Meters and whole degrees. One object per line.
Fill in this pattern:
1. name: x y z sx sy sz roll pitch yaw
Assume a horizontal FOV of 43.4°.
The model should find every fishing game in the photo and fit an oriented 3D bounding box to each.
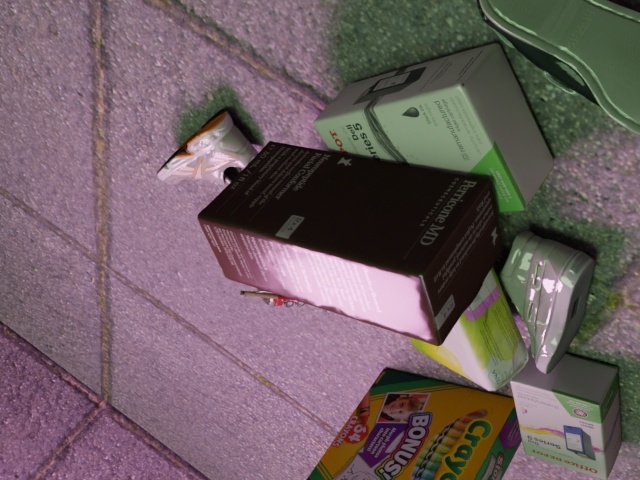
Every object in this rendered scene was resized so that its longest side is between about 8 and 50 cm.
1. fishing game: -0.007 0.100 1.416 0.189 0.264 0.041 4 93 40

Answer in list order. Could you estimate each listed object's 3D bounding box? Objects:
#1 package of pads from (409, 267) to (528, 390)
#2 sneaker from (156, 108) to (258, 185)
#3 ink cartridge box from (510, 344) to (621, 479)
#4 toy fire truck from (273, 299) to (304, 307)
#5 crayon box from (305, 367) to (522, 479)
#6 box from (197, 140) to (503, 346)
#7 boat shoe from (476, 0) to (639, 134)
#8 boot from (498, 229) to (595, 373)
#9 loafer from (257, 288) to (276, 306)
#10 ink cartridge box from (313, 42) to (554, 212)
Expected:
1. package of pads: 0.198 0.085 1.302 0.229 0.101 0.296 26 149 56
2. sneaker: -0.212 -0.138 1.508 0.121 0.099 0.262 45 147 -15
3. ink cartridge box: 0.426 0.297 1.385 0.154 0.093 0.212 12 139 34
4. toy fire truck: -0.036 0.062 1.522 0.047 0.192 0.135 -118 36 -45
5. crayon box: 0.173 0.431 1.537 0.313 0.363 0.106 5 133 40
6. box: 0.035 -0.009 1.121 0.381 0.191 0.143 15 140 33
7. boat shoe: 0.313 -0.218 0.916 0.302 0.091 0.114 40 102 2
8. boot: 0.340 0.092 1.256 0.123 0.095 0.258 32 142 30
9. loafer: -0.074 0.016 1.572 0.094 0.087 0.251 48 144 38
10. ink cartridge box: 0.154 -0.138 1.131 0.273 0.115 0.198 -5 126 47
